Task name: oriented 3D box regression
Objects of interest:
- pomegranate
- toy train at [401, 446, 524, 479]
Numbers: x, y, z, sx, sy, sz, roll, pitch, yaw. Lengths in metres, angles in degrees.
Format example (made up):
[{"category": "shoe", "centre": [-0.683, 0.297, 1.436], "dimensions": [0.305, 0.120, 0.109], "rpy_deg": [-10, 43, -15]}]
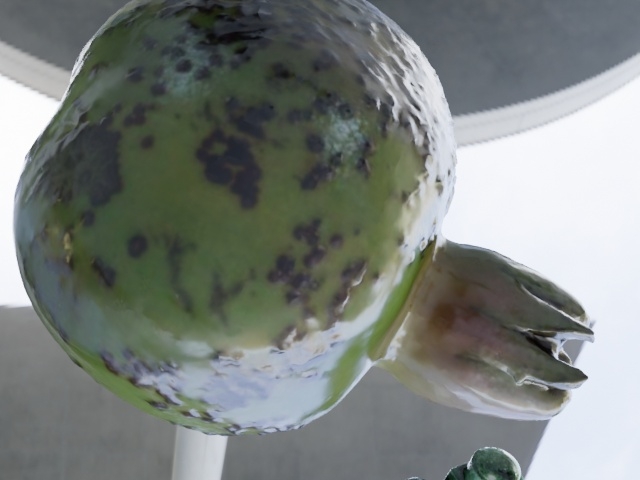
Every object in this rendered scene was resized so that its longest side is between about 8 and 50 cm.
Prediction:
[{"category": "pomegranate", "centre": [0.000, 0.000, 0.707], "dimensions": [0.340, 0.285, 0.285], "rpy_deg": [27, -127, -4]}, {"category": "toy train", "centre": [0.127, 0.310, 1.047], "dimensions": [0.116, 0.285, 0.177], "rpy_deg": [-11, -132, -34]}]
